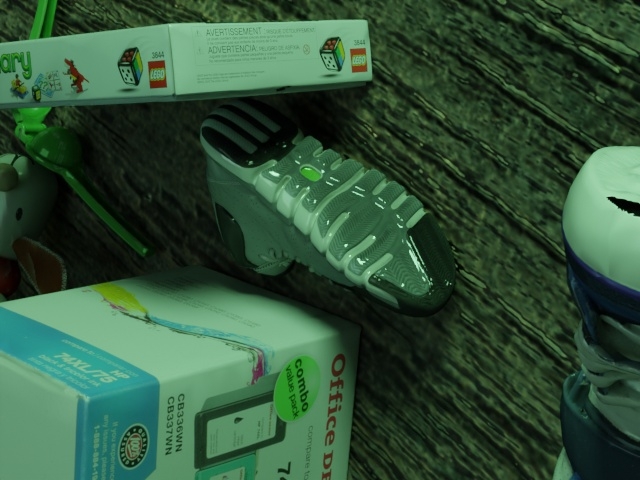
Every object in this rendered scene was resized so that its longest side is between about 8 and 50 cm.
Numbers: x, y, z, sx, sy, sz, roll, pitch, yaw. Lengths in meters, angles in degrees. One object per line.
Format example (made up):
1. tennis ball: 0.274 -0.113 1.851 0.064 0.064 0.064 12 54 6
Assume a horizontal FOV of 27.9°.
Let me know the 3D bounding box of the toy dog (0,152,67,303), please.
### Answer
1. toy dog: -0.325 0.072 1.145 0.161 0.220 0.333 82 177 -72

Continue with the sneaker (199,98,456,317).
1. sneaker: 0.000 0.000 0.972 0.229 0.086 0.132 41 146 19

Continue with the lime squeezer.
1. lime squeezer: -0.233 -0.116 1.191 0.110 0.059 0.310 -20 81 15

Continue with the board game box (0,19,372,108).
1. board game box: -0.138 -0.133 0.987 0.305 0.193 0.053 4 100 43

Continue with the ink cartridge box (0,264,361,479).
1. ink cartridge box: -0.134 0.151 0.979 0.197 0.270 0.198 17 109 39

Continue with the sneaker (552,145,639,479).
1. sneaker: 0.178 0.080 0.636 0.130 0.323 0.236 18 103 22
